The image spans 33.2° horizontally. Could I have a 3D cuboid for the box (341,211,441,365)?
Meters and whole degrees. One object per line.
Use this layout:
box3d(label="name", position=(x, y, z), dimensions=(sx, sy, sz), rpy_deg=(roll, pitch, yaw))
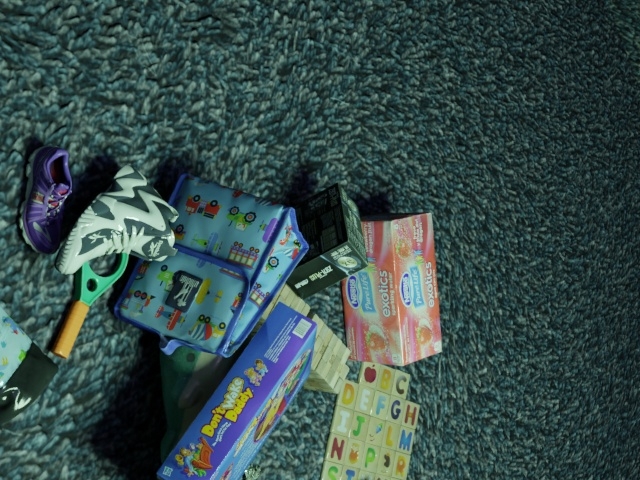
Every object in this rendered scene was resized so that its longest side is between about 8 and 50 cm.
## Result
box3d(label="box", position=(0.141, 0.096, 2.222), dimensions=(0.142, 0.154, 0.300), rpy_deg=(-12, 100, -48))

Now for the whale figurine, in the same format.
box3d(label="whale figurine", position=(-0.223, 0.248, 1.837), dimensions=(0.272, 0.141, 0.216), rpy_deg=(-68, 168, 7))

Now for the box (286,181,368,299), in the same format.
box3d(label="box", position=(0.000, 0.000, 2.008), dimensions=(0.077, 0.147, 0.180), rpy_deg=(50, 19, -36))

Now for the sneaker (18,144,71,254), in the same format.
box3d(label="sneaker", position=(-0.416, -0.062, 1.646), dimensions=(0.068, 0.071, 0.170), rpy_deg=(1, 90, -48))

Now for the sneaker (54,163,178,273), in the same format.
box3d(label="sneaker", position=(-0.306, -0.003, 1.699), dimensions=(0.153, 0.094, 0.235), rpy_deg=(35, 39, -7))

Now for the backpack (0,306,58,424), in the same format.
box3d(label="backpack", position=(-0.557, 0.103, 1.331), dimensions=(0.355, 0.290, 0.273), rpy_deg=(66, 28, -17))

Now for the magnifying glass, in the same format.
box3d(label="magnifying glass", position=(-0.375, 0.080, 1.728), dimensions=(0.092, 0.026, 0.231), rpy_deg=(40, 61, -41))

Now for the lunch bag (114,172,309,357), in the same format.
box3d(label="lunch bag", position=(-0.190, 0.063, 1.782), dimensions=(0.293, 0.221, 0.138), rpy_deg=(-62, 155, -23))

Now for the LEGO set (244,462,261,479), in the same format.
box3d(label="LEGO set", position=(-0.137, 0.439, 1.996), dimensions=(0.083, 0.023, 0.054), rpy_deg=(-46, 123, -39))

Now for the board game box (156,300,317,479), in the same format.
box3d(label="board game box", position=(-0.133, 0.298, 1.787), dimensions=(0.347, 0.078, 0.233), rpy_deg=(-54, 167, -26))

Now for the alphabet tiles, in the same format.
box3d(label="alphabet tiles", position=(0.110, 0.434, 2.289), dimensions=(0.285, 0.011, 0.342), rpy_deg=(26, 70, -45))

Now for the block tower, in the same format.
box3d(label="block tower", position=(-0.069, 0.161, 2.027), dimensions=(0.335, 0.097, 0.091), rpy_deg=(51, 54, -38))
